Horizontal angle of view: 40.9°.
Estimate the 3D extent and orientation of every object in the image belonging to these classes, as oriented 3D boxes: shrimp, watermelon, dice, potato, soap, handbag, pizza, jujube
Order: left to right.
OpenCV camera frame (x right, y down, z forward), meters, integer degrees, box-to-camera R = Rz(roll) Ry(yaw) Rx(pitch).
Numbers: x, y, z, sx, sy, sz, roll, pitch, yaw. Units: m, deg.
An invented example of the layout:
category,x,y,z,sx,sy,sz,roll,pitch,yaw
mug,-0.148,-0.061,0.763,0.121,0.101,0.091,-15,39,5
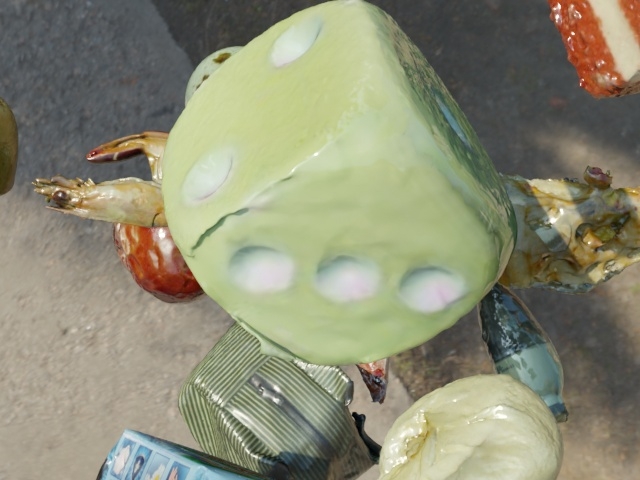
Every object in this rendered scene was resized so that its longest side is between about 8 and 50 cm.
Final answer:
category,x,y,z,sx,sy,sz,roll,pitch,yaw
potato,-0.568,-0.172,1.394,0.178,0.158,0.203,40,23,24
shrimp,-0.234,-0.079,1.068,0.236,0.053,0.133,-1,76,-12
jujube,-0.282,0.002,1.608,0.223,0.318,0.223,-3,97,-29
soap,-0.111,0.259,0.862,0.156,0.293,0.077,28,74,-27
handbag,-0.046,0.301,1.358,0.247,0.240,0.340,-49,136,-22
dice,0.018,-0.051,0.808,0.252,0.250,0.254,43,23,-34
watermelon,0.099,0.175,1.431,0.158,0.121,0.098,51,13,19
pizza,0.365,-0.011,1.147,0.297,0.071,0.189,-1,115,-5

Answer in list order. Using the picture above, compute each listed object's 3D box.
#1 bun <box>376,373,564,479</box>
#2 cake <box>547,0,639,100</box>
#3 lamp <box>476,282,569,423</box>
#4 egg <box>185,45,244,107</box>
category,x,y,z,sx,sy,sz,roll,pitch,yaw
bun,0.118,0.191,0.737,0.188,0.164,0.111,-40,104,-9
cake,0.566,-0.413,1.359,0.270,0.319,0.269,-15,79,-32
lamp,0.303,0.164,1.304,0.101,0.101,0.250,-12,70,-31
egg,-0.114,-0.191,1.293,0.169,0.231,0.169,-2,65,4
